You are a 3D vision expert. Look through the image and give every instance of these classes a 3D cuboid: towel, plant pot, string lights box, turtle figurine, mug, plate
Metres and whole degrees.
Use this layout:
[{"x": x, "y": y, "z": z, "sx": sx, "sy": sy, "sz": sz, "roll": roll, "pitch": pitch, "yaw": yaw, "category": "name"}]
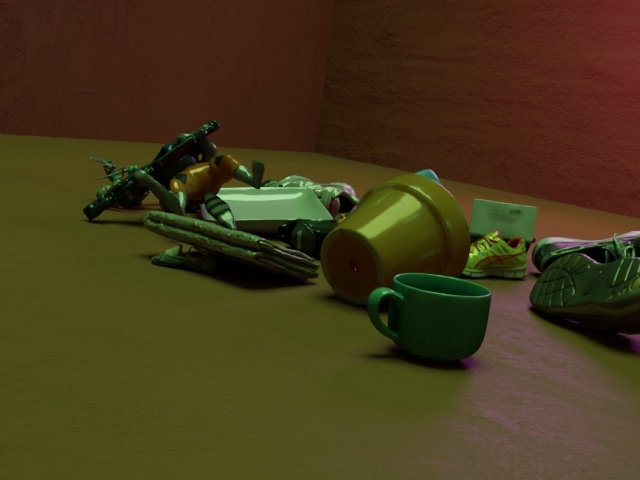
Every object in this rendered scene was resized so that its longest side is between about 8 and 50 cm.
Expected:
[{"x": -0.151, "y": 0.005, "z": 1.651, "sx": 0.282, "sy": 0.049, "sz": 0.187, "roll": 15, "pitch": -5, "yaw": 36, "category": "towel"}, {"x": 0.106, "y": 0.014, "z": 1.562, "sx": 0.205, "sy": 0.205, "sz": 0.188, "roll": 15, "pitch": 28, "yaw": 37, "category": "plant pot"}, {"x": 0.393, "y": -0.023, "z": 2.104, "sx": 0.133, "sy": 0.077, "sz": 0.260, "roll": 9, "pitch": -8, "yaw": 10, "category": "string lights box"}, {"x": -0.431, "y": -0.134, "z": 2.191, "sx": 0.234, "sy": 0.118, "sz": 0.175, "roll": -15, "pitch": 22, "yaw": -41, "category": "turtle figurine"}, {"x": 0.140, "y": 0.103, "z": 1.273, "sx": 0.157, "sy": 0.097, "sz": 0.129, "roll": 8, "pitch": 10, "yaw": 6, "category": "mug"}, {"x": -0.133, "y": -0.065, "z": 2.133, "sx": 0.277, "sy": 0.045, "sz": 0.278, "roll": 0, "pitch": 17, "yaw": -12, "category": "plate"}]

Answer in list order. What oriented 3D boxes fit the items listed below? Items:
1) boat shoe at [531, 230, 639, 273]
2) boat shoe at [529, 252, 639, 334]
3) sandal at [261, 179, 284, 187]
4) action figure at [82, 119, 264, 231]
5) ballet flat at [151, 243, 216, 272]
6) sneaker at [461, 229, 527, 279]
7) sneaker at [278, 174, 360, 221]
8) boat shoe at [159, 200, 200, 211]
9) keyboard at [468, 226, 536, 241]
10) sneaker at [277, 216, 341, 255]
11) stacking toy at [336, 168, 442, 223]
[{"x": 0.601, "y": 0.041, "z": 2.013, "sx": 0.306, "sy": 0.113, "sz": 0.105, "roll": 5, "pitch": 16, "yaw": -2, "category": "boat shoe"}, {"x": 0.457, "y": 0.100, "z": 1.581, "sx": 0.116, "sy": 0.123, "sz": 0.324, "roll": 40, "pitch": -9, "yaw": -14, "category": "boat shoe"}, {"x": -0.079, "y": -0.095, "z": 2.295, "sx": 0.067, "sy": 0.040, "sz": 0.179, "roll": -28, "pitch": 56, "yaw": -32, "category": "sandal"}, {"x": -0.294, "y": -0.092, "z": 1.972, "sx": 0.341, "sy": 0.179, "sz": 0.330, "roll": -36, "pitch": 21, "yaw": -14, "category": "action figure"}, {"x": -0.226, "y": 0.027, "z": 1.617, "sx": 0.114, "sy": 0.041, "sz": 0.041, "roll": 9, "pitch": 9, "yaw": 11, "category": "ballet flat"}, {"x": 0.324, "y": 0.024, "z": 1.927, "sx": 0.208, "sy": 0.094, "sz": 0.081, "roll": 1, "pitch": 13, "yaw": -29, "category": "sneaker"}, {"x": -0.004, "y": -0.101, "z": 2.397, "sx": 0.252, "sy": 0.103, "sz": 0.111, "roll": -2, "pitch": 16, "yaw": -25, "category": "sneaker"}, {"x": -0.297, "y": -0.088, "z": 2.241, "sx": 0.152, "sy": 0.056, "sz": 0.049, "roll": -10, "pitch": 23, "yaw": -34, "category": "boat shoe"}, {"x": 0.467, "y": -0.029, "z": 2.556, "sx": 0.192, "sy": 0.038, "sz": 0.100, "roll": 7, "pitch": 9, "yaw": -12, "category": "keyboard"}, {"x": 0.000, "y": 0.000, "z": 1.877, "sx": 0.106, "sy": 0.078, "sz": 0.234, "roll": -3, "pitch": 10, "yaw": -38, "category": "sneaker"}, {"x": 0.119, "y": -0.034, "z": 2.001, "sx": 0.165, "sy": 0.175, "sz": 0.302, "roll": -26, "pitch": 12, "yaw": -32, "category": "stacking toy"}]
